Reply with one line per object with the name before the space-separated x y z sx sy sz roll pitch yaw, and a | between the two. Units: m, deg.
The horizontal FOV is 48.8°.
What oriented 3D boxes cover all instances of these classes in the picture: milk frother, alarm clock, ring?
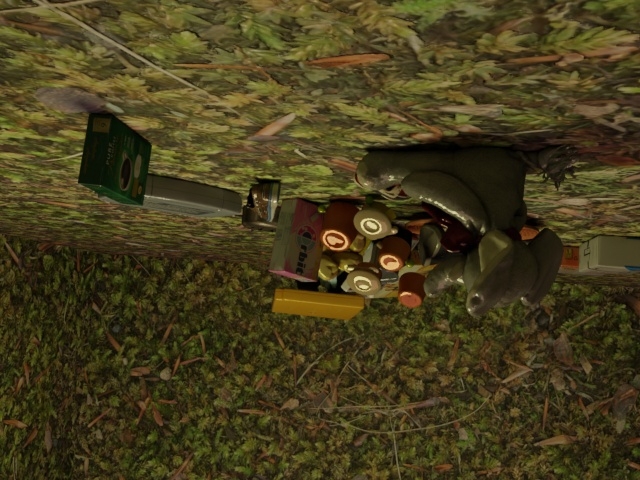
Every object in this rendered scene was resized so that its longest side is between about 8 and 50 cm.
milk frother | 0.150 0.015 1.789 0.143 0.135 0.129 19 151 -13
alarm clock | -0.131 -0.056 1.842 0.129 0.064 0.192 9 169 -36
ring | 0.382 -0.035 1.784 0.336 0.032 0.336 4 174 0

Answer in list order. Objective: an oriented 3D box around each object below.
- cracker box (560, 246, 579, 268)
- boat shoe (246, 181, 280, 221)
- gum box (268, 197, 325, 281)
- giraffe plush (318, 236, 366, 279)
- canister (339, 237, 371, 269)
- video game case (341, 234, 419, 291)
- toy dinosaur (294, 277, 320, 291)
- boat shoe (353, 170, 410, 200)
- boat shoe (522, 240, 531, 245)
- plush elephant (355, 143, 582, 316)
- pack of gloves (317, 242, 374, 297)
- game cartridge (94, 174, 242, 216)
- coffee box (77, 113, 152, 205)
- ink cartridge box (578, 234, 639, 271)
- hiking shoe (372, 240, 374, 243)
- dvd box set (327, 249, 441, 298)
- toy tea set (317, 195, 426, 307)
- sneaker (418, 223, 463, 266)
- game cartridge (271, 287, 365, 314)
cracker box | 0.817 0.067 2.206 0.155 0.067 0.232 4 173 11
boat shoe | -0.126 -0.091 1.536 0.066 0.066 0.183 10 163 -6
gum box | -0.049 -0.005 1.685 0.107 0.189 0.062 20 166 -40
giraffe plush | 0.000 0.000 1.864 0.210 0.182 0.170 3 -169 -14
canister | 0.089 0.013 1.995 0.073 0.126 0.170 34 168 -3
video game case | 0.179 0.062 2.043 0.025 0.204 0.285 41 -167 21
toy dinosaur | -0.052 0.087 2.278 0.160 0.121 0.313 -21 137 22
boat shoe | 0.125 -0.104 1.282 0.137 0.049 0.043 14 168 -30
boat shoe | 0.496 0.031 2.025 0.276 0.098 0.096 -5 173 2
plush elephant | 0.250 -0.005 1.115 0.329 0.256 0.271 -2 171 43
pack of gloves | 0.072 0.078 2.157 0.194 0.232 0.046 8 -146 11
game cartridge | -0.342 -0.101 1.623 0.297 0.062 0.198 10 168 -37
coffee box | -0.325 -0.125 1.132 0.040 0.113 0.184 7 175 6
ink cartridge box | 0.801 0.043 1.917 0.148 0.086 0.203 4 173 8
hiking shoe | 0.082 0.034 2.354 0.303 0.113 0.132 -6 164 10
dvd box set | 0.271 0.116 2.387 0.420 0.062 0.307 0 155 -30
toy tea set | 0.136 0.019 1.668 0.199 0.124 0.336 -10 127 30
sneaker | 0.311 -0.001 1.743 0.118 0.083 0.222 -14 167 -3
game cartridge | -0.016 0.209 2.333 0.285 0.053 0.324 6 165 -5
